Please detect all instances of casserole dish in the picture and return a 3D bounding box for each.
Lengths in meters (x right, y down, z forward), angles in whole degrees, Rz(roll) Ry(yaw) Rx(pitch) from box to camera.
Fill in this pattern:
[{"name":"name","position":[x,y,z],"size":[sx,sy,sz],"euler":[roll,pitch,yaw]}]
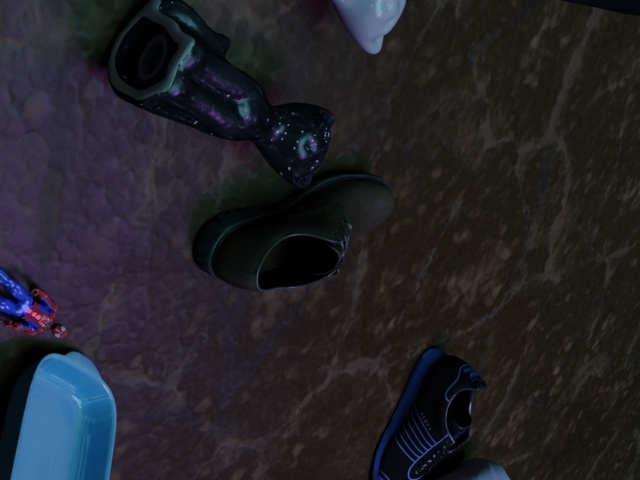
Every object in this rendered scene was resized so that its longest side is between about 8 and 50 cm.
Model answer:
[{"name":"casserole dish","position":[-0.216,0.181,0.753],"size":[0.114,0.037,0.188],"euler":[49,35,-50]}]

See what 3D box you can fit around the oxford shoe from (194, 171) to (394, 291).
[{"name":"oxford shoe","position":[0.000,0.000,0.890],"size":[0.227,0.096,0.083],"euler":[-26,131,-37]}]

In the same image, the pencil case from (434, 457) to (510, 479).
[{"name":"pencil case","position":[0.166,0.403,1.352],"size":[0.273,0.113,0.124],"euler":[-10,157,-45]}]

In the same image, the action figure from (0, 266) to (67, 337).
[{"name":"action figure","position":[-0.231,0.048,0.719],"size":[0.038,0.030,0.115],"euler":[-55,145,-12]}]

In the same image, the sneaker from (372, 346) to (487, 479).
[{"name":"sneaker","position":[0.142,0.259,1.238],"size":[0.081,0.090,0.232],"euler":[-4,118,-47]}]

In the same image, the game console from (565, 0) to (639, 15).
[{"name":"game console","position":[0.159,-0.319,0.749],"size":[0.173,0.250,0.293],"euler":[-42,143,-44]}]

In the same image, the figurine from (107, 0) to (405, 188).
[{"name":"figurine","position":[-0.027,-0.162,0.733],"size":[0.209,0.092,0.215],"euler":[27,94,-48]}]
